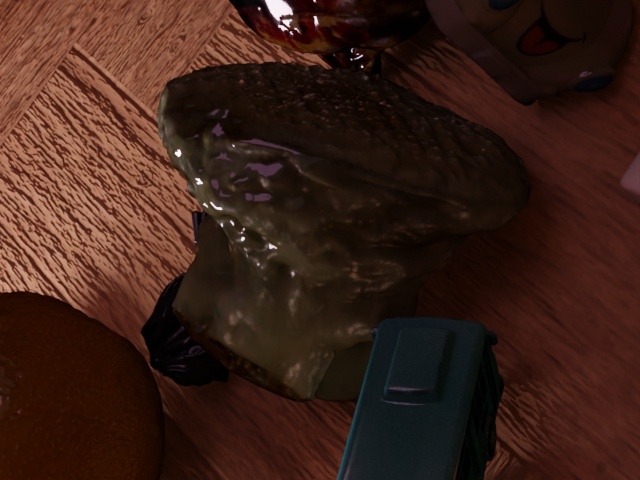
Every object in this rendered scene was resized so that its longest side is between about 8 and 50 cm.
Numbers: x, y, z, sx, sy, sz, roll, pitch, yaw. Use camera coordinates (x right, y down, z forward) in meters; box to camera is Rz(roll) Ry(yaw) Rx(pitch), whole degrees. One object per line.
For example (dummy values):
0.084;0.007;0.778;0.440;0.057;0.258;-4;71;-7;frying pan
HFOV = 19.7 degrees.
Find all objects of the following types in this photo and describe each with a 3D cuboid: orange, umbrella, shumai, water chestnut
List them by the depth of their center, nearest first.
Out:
0.000;0.000;1.946;0.324;0.397;0.323;-85;10;-72;shumai
-0.345;0.243;2.089;0.322;0.322;0.357;28;93;47;orange
0.030;-0.321;2.126;0.289;0.244;0.289;-29;43;31;water chestnut
-0.107;0.010;2.161;0.118;0.118;0.340;7;68;44;umbrella

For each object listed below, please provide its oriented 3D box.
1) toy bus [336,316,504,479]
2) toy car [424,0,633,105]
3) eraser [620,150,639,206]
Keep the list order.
0.097;0.195;1.784;0.128;0.147;0.256;2;47;17;toy bus
0.254;-0.342;1.940;0.226;0.242;0.336;-14;57;33;toy car
0.427;-0.037;1.715;0.287;0.086;0.130;32;88;47;eraser
